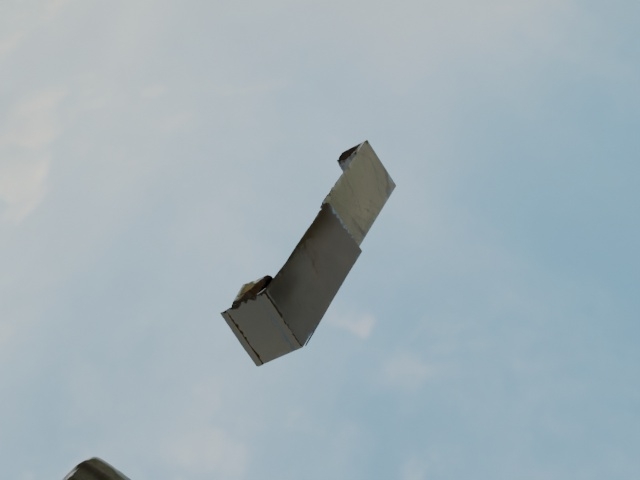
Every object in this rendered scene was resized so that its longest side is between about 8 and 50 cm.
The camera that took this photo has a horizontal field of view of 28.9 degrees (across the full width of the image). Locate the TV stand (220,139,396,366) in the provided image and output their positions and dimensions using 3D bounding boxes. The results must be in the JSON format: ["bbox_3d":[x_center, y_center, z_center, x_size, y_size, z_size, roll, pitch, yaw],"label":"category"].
[{"bbox_3d":[0.000,0.000,0.911,0.040,0.049,0.256,-26,-163,30],"label":"TV stand"}]

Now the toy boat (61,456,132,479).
[{"bbox_3d":[-0.065,0.238,0.470,0.141,0.320,0.092,-5,-173,18],"label":"toy boat"}]
